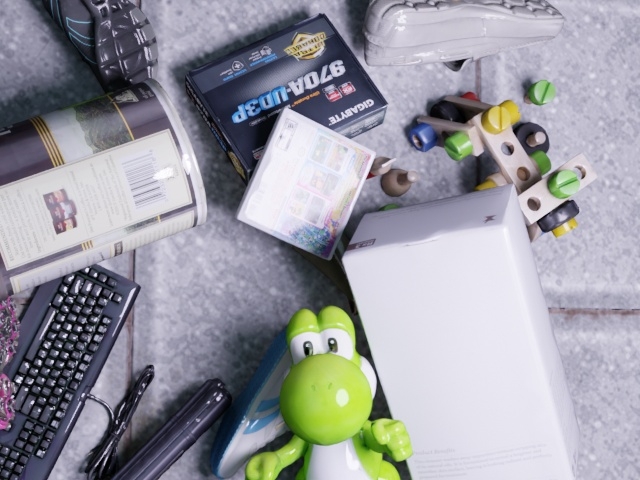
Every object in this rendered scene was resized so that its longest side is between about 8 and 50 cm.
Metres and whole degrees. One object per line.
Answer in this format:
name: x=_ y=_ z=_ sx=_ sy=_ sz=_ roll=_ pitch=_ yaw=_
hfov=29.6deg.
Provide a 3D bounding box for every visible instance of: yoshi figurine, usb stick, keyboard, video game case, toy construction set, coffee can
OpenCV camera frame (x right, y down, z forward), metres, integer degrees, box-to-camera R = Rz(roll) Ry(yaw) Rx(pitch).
yoshi figurine: x=0.018 y=0.267 z=1.514 sx=0.203 sy=0.203 sz=0.362 roll=-24 pitch=115 yaw=-28
usb stick: x=-0.220 y=0.288 z=1.567 sx=0.045 sy=0.077 sz=0.278 roll=43 pitch=76 yaw=8
keyboard: x=-0.318 y=0.193 z=1.569 sx=0.201 sy=0.033 sz=0.317 roll=27 pitch=80 yaw=-13
video game case: x=-0.018 y=-0.072 z=1.572 sx=0.143 sy=0.019 sz=0.157 roll=25 pitch=86 yaw=-22
toy construction set: x=0.220 y=-0.096 z=1.637 sx=0.309 sy=0.237 sz=0.257 roll=-5 pitch=87 yaw=-16
coffee can: x=-0.306 y=-0.065 z=1.502 sx=0.275 sy=0.201 sz=0.201 roll=-21 pitch=92 yaw=-17

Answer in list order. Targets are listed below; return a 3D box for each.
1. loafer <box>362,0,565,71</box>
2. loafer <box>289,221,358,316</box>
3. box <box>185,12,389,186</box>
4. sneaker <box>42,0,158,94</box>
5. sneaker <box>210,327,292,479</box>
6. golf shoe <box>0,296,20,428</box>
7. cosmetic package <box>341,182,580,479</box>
loafer: x=0.202 y=-0.300 z=1.727 sx=0.319 sy=0.112 sz=0.111 roll=-4 pitch=130 yaw=-24
loafer: x=0.000 y=0.000 z=1.650 sx=0.087 sy=0.094 sz=0.251 roll=-27 pitch=84 yaw=-11
box: x=-0.047 y=-0.192 z=1.632 sx=0.220 sy=0.051 sz=0.175 roll=-26 pitch=69 yaw=-16
sneaker: x=-0.296 y=-0.296 z=1.583 sx=0.101 sy=0.106 sz=0.267 roll=-36 pitch=117 yaw=-37
sneaker: x=-0.062 y=0.227 z=1.612 sx=0.092 sy=0.087 sz=0.229 roll=38 pitch=80 yaw=-16
golf shoe: x=-0.429 y=0.146 z=1.520 sx=0.086 sy=0.067 sz=0.186 roll=-5 pitch=70 yaw=15
cosmetic package: x=0.189 y=0.142 z=1.560 sx=0.217 sy=0.156 sz=0.385 roll=-9 pitch=109 yaw=18
